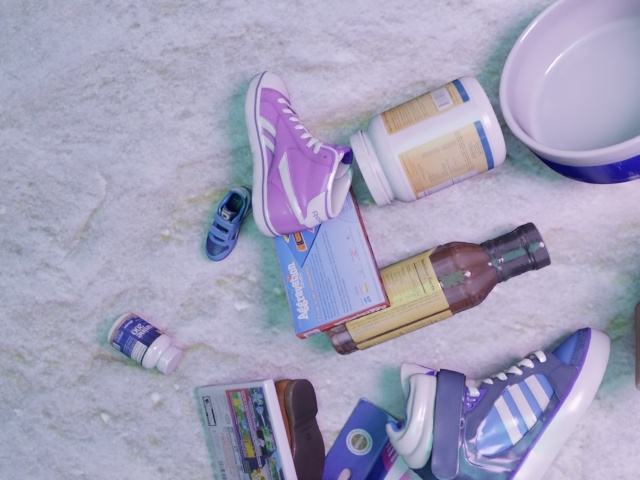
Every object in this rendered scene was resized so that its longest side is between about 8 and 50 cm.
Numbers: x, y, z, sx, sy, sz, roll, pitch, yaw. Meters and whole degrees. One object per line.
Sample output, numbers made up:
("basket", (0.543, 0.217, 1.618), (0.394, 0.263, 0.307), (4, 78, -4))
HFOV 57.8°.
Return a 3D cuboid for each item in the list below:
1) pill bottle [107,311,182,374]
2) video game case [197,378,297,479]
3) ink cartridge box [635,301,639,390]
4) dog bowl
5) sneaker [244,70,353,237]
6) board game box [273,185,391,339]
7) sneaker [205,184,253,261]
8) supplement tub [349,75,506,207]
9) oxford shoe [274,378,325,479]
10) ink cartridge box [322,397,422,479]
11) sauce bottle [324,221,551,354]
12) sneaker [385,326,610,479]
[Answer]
("pill bottle", (-0.304, 0.181, 1.009), (0.120, 0.067, 0.067), (29, 96, 11))
("video game case", (-0.119, 0.332, 0.947), (0.184, 0.023, 0.201), (-18, 84, 42))
("ink cartridge box", (0.494, 0.073, 0.722), (0.088, 0.193, 0.234), (26, 125, 13))
("dog bowl", (0.386, -0.213, 0.776), (0.265, 0.104, 0.264), (-17, 62, 37))
("sneaker", (-0.024, -0.151, 0.905), (0.161, 0.102, 0.281), (-15, 74, 25))
("board game box", (0.000, 0.000, 0.905), (0.145, 0.027, 0.281), (-22, 60, 11))
("sneaker", (-0.160, -0.031, 0.983), (0.053, 0.059, 0.144), (28, 96, 9))
("supplement tub", (0.158, -0.143, 0.868), (0.200, 0.144, 0.144), (-22, 85, 12))
("oxford shoe", (-0.043, 0.333, 0.956), (0.076, 0.076, 0.212), (-9, 83, 43))
("ink cartridge box", (0.123, 0.476, 0.912), (0.330, 0.071, 0.323), (30, 96, 10))
("sauce bottle", (0.170, 0.071, 0.883), (0.345, 0.111, 0.111), (-22, 85, 10))
("sneaker", (0.240, 0.212, 0.843), (0.236, 0.130, 0.322), (33, 79, 19))
